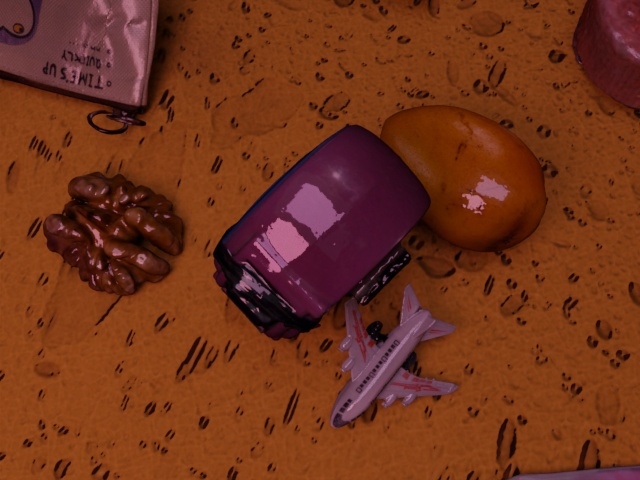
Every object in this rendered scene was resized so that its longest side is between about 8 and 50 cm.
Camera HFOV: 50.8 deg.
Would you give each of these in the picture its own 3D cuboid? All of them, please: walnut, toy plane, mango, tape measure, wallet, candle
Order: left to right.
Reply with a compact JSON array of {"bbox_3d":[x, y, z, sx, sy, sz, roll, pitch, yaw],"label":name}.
[{"bbox_3d":[-0.347,-0.307,0.867,0.335,0.068,0.274,19,104,11],"label":"wallet"},{"bbox_3d":[-0.255,-0.012,0.819,0.170,0.069,0.142,25,76,9],"label":"walnut"},{"bbox_3d":[0.000,0.000,0.709,0.231,0.245,0.149,-42,90,-5],"label":"tape measure"},{"bbox_3d":[0.068,0.136,0.742,0.162,0.065,0.171,43,92,-12],"label":"toy plane"},{"bbox_3d":[0.160,-0.080,0.780,0.145,0.112,0.219,-46,71,-5],"label":"mango"},{"bbox_3d":[0.470,-0.318,0.818,0.317,0.131,0.287,-13,70,0],"label":"candle"}]

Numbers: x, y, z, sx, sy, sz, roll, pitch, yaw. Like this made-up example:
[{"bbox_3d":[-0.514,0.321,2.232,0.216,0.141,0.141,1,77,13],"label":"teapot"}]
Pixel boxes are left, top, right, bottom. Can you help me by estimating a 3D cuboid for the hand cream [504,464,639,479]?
[{"bbox_3d":[0.264,0.282,0.704,0.275,0.050,0.079,-4,99,-2],"label":"hand cream"}]
